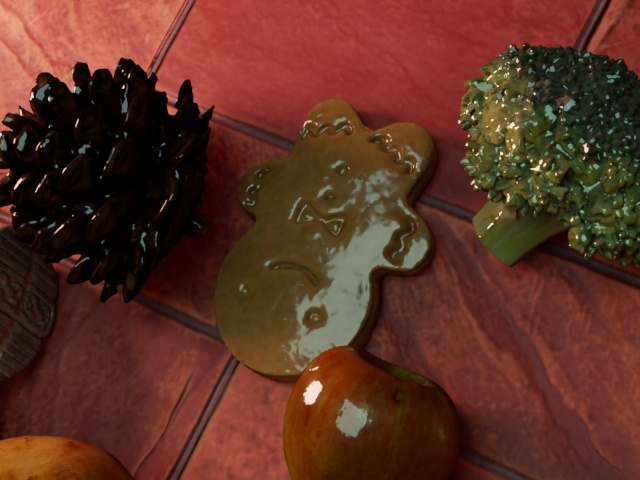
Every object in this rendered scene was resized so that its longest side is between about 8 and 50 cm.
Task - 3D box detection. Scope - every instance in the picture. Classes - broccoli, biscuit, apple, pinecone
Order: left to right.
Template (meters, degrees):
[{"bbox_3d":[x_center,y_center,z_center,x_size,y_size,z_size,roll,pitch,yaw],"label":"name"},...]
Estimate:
[{"bbox_3d":[-0.267,-0.091,1.770,0.296,0.242,0.298,23,77,24],"label":"pinecone"},{"bbox_3d":[-0.001,-0.001,1.734,0.275,0.052,0.355,25,81,29],"label":"biscuit"},{"bbox_3d":[0.052,0.217,1.553,0.196,0.196,0.195,-8,68,20],"label":"apple"},{"bbox_3d":[0.269,-0.096,1.562,0.260,0.235,0.288,-22,28,13],"label":"broccoli"}]

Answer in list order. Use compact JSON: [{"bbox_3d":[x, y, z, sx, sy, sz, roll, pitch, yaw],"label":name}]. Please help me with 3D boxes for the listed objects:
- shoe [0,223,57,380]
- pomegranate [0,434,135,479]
[{"bbox_3d":[-0.494,0.120,1.814,0.198,0.172,0.351,9,55,35],"label":"shoe"},{"bbox_3d":[-0.333,0.390,1.601,0.338,0.338,0.338,-8,68,20],"label":"pomegranate"}]
